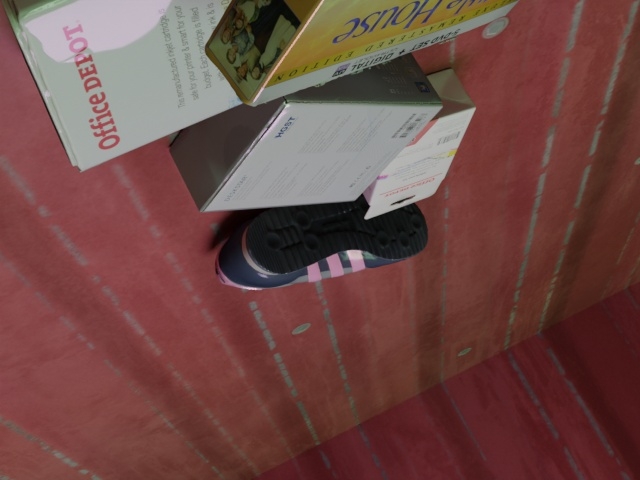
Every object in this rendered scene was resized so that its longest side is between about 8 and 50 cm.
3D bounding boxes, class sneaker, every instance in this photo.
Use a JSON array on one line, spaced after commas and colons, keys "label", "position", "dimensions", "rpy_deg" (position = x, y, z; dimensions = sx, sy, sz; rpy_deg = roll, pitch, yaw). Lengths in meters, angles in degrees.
[{"label": "sneaker", "position": [0.000, 0.000, 1.482], "dimensions": [0.319, 0.112, 0.131], "rpy_deg": [-5, 165, -39]}]

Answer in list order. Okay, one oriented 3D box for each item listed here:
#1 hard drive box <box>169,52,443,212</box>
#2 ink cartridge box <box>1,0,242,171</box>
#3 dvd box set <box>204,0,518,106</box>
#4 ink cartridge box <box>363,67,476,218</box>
[{"label": "hard drive box", "position": [-0.014, -0.121, 1.188], "dimensions": [0.232, 0.089, 0.181], "rpy_deg": [-6, 149, -44]}, {"label": "ink cartridge box", "position": [-0.090, -0.208, 0.858], "dimensions": [0.306, 0.131, 0.226], "rpy_deg": [-23, 158, -11]}, {"label": "dvd box set", "position": [0.131, -0.262, 0.680], "dimensions": [0.307, 0.062, 0.420], "rpy_deg": [-26, 165, -41]}, {"label": "ink cartridge box", "position": [0.105, -0.115, 1.372], "dimensions": [0.115, 0.067, 0.198], "rpy_deg": [-19, 155, -21]}]
